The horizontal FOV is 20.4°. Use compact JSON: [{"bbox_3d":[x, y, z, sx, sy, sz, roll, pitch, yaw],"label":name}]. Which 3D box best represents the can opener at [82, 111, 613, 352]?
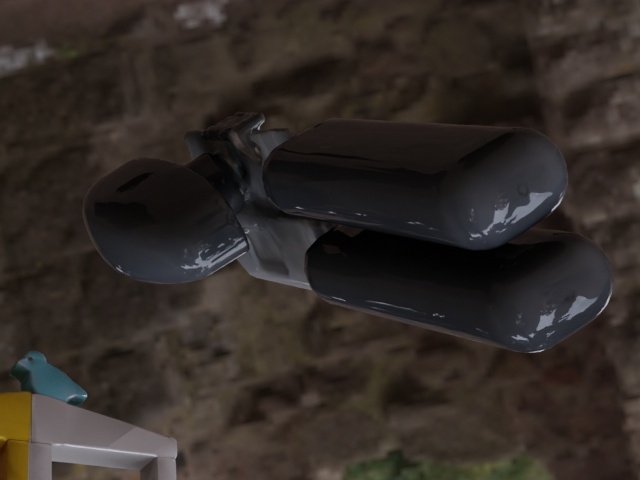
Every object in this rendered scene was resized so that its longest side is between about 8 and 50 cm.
[{"bbox_3d":[0.000,0.000,0.648,0.093,0.074,0.280,-34,-163,-22],"label":"can opener"}]

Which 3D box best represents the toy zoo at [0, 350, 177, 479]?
[{"bbox_3d":[-0.176,0.203,1.045,0.192,0.293,0.030,10,149,-24],"label":"toy zoo"}]
